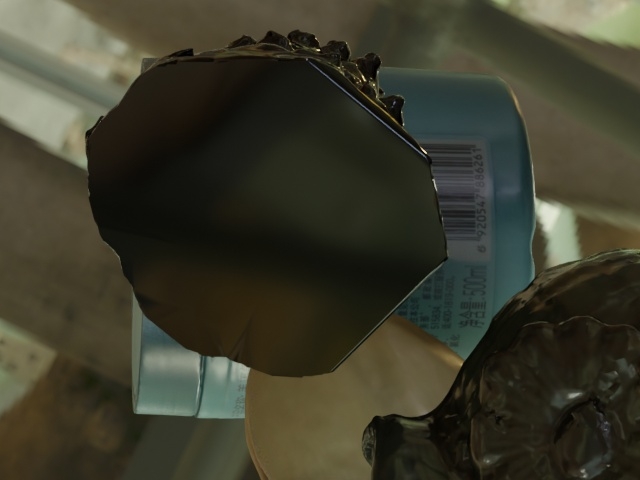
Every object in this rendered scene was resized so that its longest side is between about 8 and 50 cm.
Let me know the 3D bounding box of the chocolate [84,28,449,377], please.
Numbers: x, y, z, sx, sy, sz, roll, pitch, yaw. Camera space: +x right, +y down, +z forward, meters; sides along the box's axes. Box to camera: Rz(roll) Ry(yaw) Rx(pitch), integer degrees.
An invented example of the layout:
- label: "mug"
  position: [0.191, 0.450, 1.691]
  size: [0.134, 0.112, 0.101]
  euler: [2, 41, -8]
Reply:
- label: "chocolate"
  position: [-0.020, -0.055, 1.133]
  size: [0.224, 0.206, 0.177]
  euler: [-47, -173, 35]

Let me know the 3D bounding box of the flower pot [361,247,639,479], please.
- label: "flower pot"
  position: [0.175, 0.153, 0.997]
  size: [0.213, 0.302, 0.302]
  euler: [-40, 180, 3]

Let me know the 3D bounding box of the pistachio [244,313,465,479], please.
- label: "pistachio"
  position: [0.070, 0.189, 1.419]
  size: [0.214, 0.318, 0.193]
  euler: [-24, 160, -31]

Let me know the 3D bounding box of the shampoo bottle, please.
- label: "shampoo bottle"
  position: [0.000, 0.000, 1.689]
  size: [0.331, 0.342, 0.331]
  euler: [-179, -90, -83]
